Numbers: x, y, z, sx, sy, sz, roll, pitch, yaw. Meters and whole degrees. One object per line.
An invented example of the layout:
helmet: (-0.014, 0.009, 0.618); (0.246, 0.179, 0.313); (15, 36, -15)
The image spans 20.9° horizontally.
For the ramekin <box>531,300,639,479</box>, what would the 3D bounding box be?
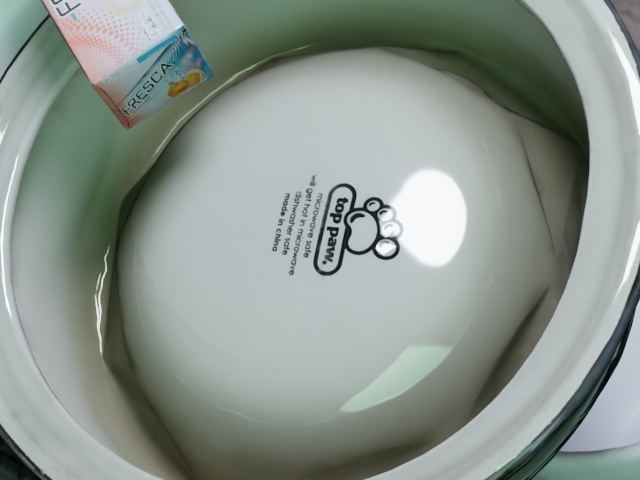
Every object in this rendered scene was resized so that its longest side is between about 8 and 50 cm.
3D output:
ramekin: (0.246, 0.091, 1.079); (0.277, 0.277, 0.135); (-31, 111, 5)

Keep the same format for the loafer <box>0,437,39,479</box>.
loafer: (-0.313, 0.071, 1.123); (0.366, 0.134, 0.130); (36, 123, -2)

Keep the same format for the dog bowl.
dog bowl: (0.000, 0.000, 1.004); (0.407, 0.150, 0.408); (-7, 65, 15)

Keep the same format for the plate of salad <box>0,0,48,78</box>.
plate of salad: (-0.197, -0.143, 1.101); (0.199, 0.048, 0.200); (-4, 106, -14)

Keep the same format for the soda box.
soda box: (-0.133, -0.154, 0.996); (0.063, 0.058, 0.183); (-33, 62, -1)
